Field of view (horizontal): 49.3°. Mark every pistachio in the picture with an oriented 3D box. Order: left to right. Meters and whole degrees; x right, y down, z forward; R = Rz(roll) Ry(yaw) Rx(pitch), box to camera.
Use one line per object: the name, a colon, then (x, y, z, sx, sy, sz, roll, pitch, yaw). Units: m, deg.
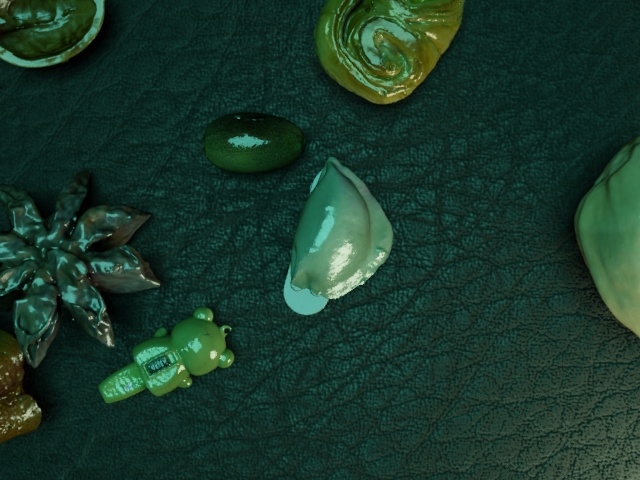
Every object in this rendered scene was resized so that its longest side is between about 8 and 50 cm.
pistachio: (0.487, -0.001, 1.012, 0.214, 0.193, 0.317, -9, 98, 14)

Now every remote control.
remote control: (0.000, 0.000, 1.124, 0.077, 0.022, 0.244, 15, 89, 2)

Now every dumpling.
dumpling: (0.028, -0.016, 1.073, 0.105, 0.149, 0.216, 3, 79, 41)

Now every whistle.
whistle: (-0.242, 0.191, 1.098, 0.228, 0.085, 0.105, -28, 86, 0)

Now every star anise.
star anise: (-0.407, 0.029, 1.072, 0.332, 0.117, 0.331, 4, 70, -12)

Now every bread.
bread: (-0.572, 0.223, 1.078, 0.247, 0.135, 0.231, -6, 101, 18)
bread: (0.102, -0.334, 1.084, 0.198, 0.120, 0.236, 34, 89, 3)

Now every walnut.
walnut: (-0.447, -0.363, 1.131, 0.212, 0.087, 0.167, -13, 97, -6)

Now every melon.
melon: (-0.105, -0.154, 1.098, 0.162, 0.099, 0.099, -1, 87, -3)
